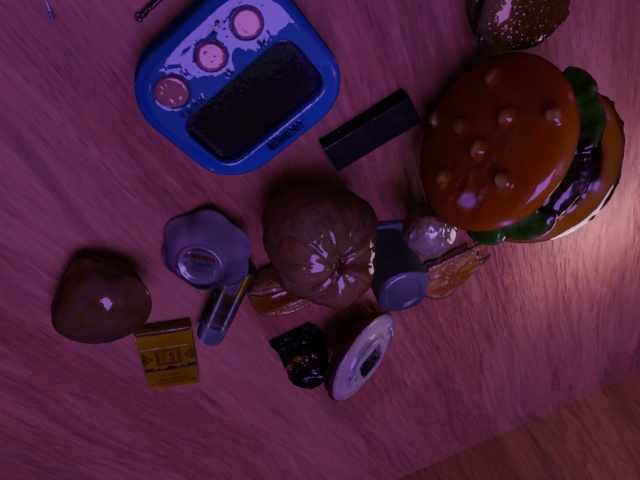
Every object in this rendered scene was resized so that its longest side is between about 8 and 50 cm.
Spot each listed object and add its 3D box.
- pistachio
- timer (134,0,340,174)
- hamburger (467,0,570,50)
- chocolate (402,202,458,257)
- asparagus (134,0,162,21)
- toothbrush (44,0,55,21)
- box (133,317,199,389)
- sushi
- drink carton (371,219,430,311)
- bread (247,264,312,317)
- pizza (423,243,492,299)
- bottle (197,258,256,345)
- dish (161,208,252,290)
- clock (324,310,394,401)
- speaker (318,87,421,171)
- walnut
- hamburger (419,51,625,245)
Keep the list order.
[{"bbox_3d":[-0.523,0.157,1.244,0.213,0.163,0.260,38,119,-5],"label":"pistachio"},{"bbox_3d":[-0.152,-0.294,0.980,0.340,0.115,0.309,-36,132,15],"label":"timer"},{"bbox_3d":[0.397,-0.463,1.015,0.215,0.122,0.189,-9,131,-16],"label":"hamburger"},{"bbox_3d":[0.276,-0.028,1.293,0.134,0.134,0.309,-37,172,15],"label":"chocolate"},{"bbox_3d":[-0.269,-0.416,0.892,0.127,0.015,0.018,-33,133,12],"label":"asparagus"},{"bbox_3d":[-0.451,-0.415,0.831,0.011,0.013,0.131,-17,133,-11],"label":"toothbrush"},{"bbox_3d":[-0.443,0.337,1.528,0.153,0.041,0.279,-6,134,-13],"label":"box"},{"bbox_3d":[-0.042,0.380,1.632,0.153,0.150,0.172,-27,135,6],"label":"sushi"},{"bbox_3d":[0.195,0.068,1.403,0.191,0.189,0.185,-3,127,-18],"label":"drink carton"},{"bbox_3d":[-0.077,0.121,1.407,0.236,0.106,0.140,-26,133,4],"label":"bread"},{"bbox_3d":[0.404,0.083,1.595,0.181,0.034,0.262,28,119,-38],"label":"pizza"},{"bbox_3d":[-0.257,0.166,1.401,0.082,0.082,0.286,10,127,-27],"label":"bottle"},{"bbox_3d":[-0.275,0.044,1.226,0.230,0.081,0.229,2,119,3],"label":"dish"},{"bbox_3d":[0.133,0.365,1.629,0.318,0.080,0.318,-39,146,-34],"label":"clock"},{"bbox_3d":[0.110,-0.244,1.172,0.218,0.044,0.082,-31,135,10],"label":"speaker"},{"bbox_3d":[0.000,0.000,1.206,0.285,0.285,0.296,-34,126,13],"label":"walnut"},{"bbox_3d":[0.389,-0.179,1.104,0.278,0.395,0.395,11,127,-34],"label":"hamburger"}]
